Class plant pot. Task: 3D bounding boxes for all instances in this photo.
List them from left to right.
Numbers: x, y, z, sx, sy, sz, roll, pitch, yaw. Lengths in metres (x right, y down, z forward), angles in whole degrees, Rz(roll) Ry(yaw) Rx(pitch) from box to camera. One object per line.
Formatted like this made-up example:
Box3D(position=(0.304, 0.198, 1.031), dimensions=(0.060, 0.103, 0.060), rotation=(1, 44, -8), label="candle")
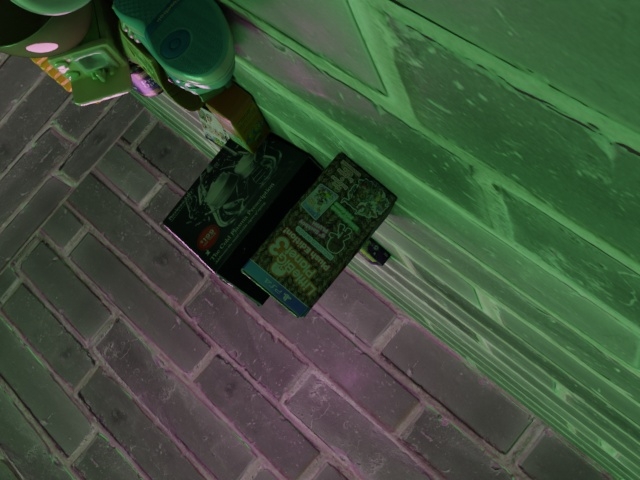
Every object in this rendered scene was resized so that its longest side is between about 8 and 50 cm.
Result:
Box3D(position=(-0.610, -0.515, 1.617), dimensions=(0.284, 0.284, 0.191), rotation=(39, -178, 19), label="plant pot")

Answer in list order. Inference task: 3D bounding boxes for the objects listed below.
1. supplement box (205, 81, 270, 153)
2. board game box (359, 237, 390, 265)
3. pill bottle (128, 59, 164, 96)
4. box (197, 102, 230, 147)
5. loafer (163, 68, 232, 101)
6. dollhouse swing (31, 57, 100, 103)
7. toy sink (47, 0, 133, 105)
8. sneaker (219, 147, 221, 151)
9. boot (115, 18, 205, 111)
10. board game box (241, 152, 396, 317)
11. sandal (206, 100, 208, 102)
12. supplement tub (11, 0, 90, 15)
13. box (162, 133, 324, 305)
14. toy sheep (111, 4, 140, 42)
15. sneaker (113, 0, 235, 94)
Box3D(position=(-0.179, -0.274, 1.662), dimensions=(0.080, 0.078, 0.233), rotation=(36, 176, 10), label="supplement box")
Box3D(position=(0.052, -0.052, 2.229), dimensions=(0.347, 0.056, 0.208), rotation=(40, 172, -5), label="board game box")
Box3D(position=(-0.481, -0.472, 1.940), dimensions=(0.123, 0.123, 0.219), rotation=(39, 177, 14), label="pill bottle")
Box3D(position=(-0.286, -0.320, 2.096), dimensions=(0.207, 0.036, 0.114), rotation=(35, 147, 51), label="box")
Box3D(position=(-0.298, -0.376, 1.537), dimensions=(0.251, 0.087, 0.094), rotation=(39, 176, 16), label="loafer")
Box3D(position=(-0.819, -0.611, 2.526), dimensions=(0.347, 0.315, 0.305), rotation=(44, -165, -41), label="dollhouse swing")
Box3D(position=(-0.560, -0.465, 1.769), dimensions=(0.131, 0.152, 0.234), rotation=(52, -156, -75), label="toy sink")
Box3D(position=(-0.242, -0.256, 2.310), dimensions=(0.147, 0.145, 0.384), rotation=(4, 173, -9), label="sneaker")
Box3D(position=(-0.377, -0.416, 1.732), dimensions=(0.262, 0.095, 0.203), rotation=(48, 172, -22), label="boot")
Box3D(position=(0.000, 0.000, 1.476), dimensions=(0.141, 0.291, 0.232), rotation=(39, 176, 5), label="board game box")
Box3D(position=(-0.264, -0.352, 1.934), dimensions=(0.179, 0.040, 0.067), rotation=(54, 172, 4), label="sandal")
Box3D(position=(-0.497, -0.503, 1.226), dimensions=(0.316, 0.193, 0.193), rotation=(38, 176, 41), label="supplement tub")
Box3D(position=(-0.166, -0.075, 1.812), dimensions=(0.179, 0.343, 0.312), rotation=(41, 176, -41), label="box")
Box3D(position=(-0.346, -0.428, 1.452), dimensions=(0.132, 0.091, 0.091), rotation=(22, 177, -3), label="toy sheep")
Box3D(position=(-0.189, -0.295, 1.192), dimensions=(0.319, 0.127, 0.208), rotation=(49, -179, 39), label="sneaker")
